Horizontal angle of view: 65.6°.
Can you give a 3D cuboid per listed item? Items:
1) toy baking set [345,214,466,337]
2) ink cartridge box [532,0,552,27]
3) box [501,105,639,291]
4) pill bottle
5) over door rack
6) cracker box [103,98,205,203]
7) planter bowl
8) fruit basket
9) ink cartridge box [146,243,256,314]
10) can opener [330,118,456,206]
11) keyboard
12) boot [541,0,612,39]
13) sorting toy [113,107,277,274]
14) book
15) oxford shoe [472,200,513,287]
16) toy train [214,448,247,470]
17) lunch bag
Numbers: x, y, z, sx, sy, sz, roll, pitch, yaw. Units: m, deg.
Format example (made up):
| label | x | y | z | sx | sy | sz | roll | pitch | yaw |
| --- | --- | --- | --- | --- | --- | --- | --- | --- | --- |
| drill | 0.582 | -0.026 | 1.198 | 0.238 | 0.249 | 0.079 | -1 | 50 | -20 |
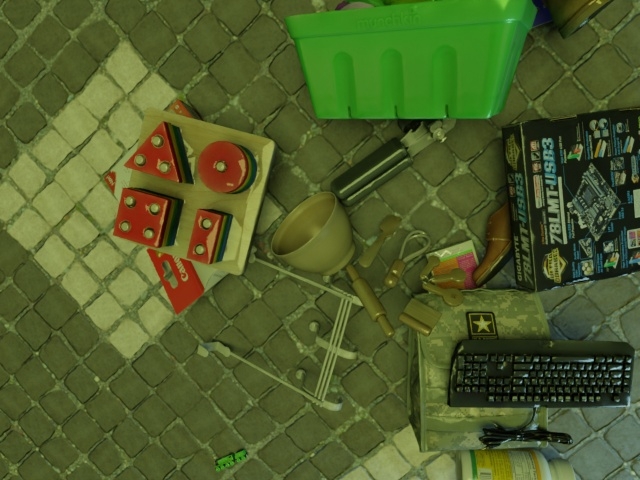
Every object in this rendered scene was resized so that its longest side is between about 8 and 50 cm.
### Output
| label | x | y | z | sx | sy | sz | roll | pitch | yaw |
| --- | --- | --- | --- | --- | --- | --- | --- | --- | --- |
| toy baking set | 0.151 | 0.065 | 0.923 | 0.197 | 0.030 | 0.256 | -25 | 54 | -16 |
| ink cartridge box | 0.353 | -0.487 | 0.901 | 0.206 | 0.045 | 0.208 | -19 | 94 | 8 |
| box | 0.480 | -0.078 | 0.878 | 0.293 | 0.073 | 0.295 | -10 | 96 | -8 |
| pill bottle | 0.378 | 0.468 | 0.974 | 0.208 | 0.117 | 0.117 | 0 | 97 | 8 |
| over door rack | -0.068 | 0.169 | 1.016 | 0.324 | 0.108 | 0.239 | 18 | 97 | 19 |
| cracker box | -0.308 | -0.144 | 0.999 | 0.232 | 0.067 | 0.155 | -43 | 70 | 11 |
| planter bowl | 0.000 | 0.000 | 0.963 | 0.162 | 0.162 | 0.109 | -40 | 116 | 10 |
| fruit basket | 0.155 | -0.389 | 0.811 | 0.392 | 0.283 | 0.392 | 9 | 111 | 24 |
| ink cartridge box | -0.259 | 0.013 | 1.007 | 0.225 | 0.056 | 0.181 | -37 | 65 | 9 |
| can opener | 0.139 | -0.174 | 0.964 | 0.280 | 0.074 | 0.093 | -39 | 57 | 8 |
| keyboard | 0.369 | 0.264 | 0.836 | 0.317 | 0.033 | 0.201 | 2 | 101 | -4 |
| boot | 0.332 | -0.448 | 0.779 | 0.269 | 0.236 | 0.089 | 47 | 118 | -3 |
| sorting toy | -0.238 | -0.090 | 0.892 | 0.257 | 0.089 | 0.255 | 16 | 97 | 9 |
| book | 0.274 | 0.079 | 0.986 | 0.096 | 0.035 | 0.144 | -17 | 95 | 7 |
| oxford shoe | 0.346 | -0.008 | 0.952 | 0.076 | 0.076 | 0.212 | 34 | 92 | 25 |
| toy train | -0.201 | 0.490 | 1.109 | 0.083 | 0.017 | 0.023 | -26 | 83 | 10 |
| lunch bag | 0.287 | 0.226 | 0.926 | 0.235 | 0.169 | 0.287 | -2 | 98 | 0 |
